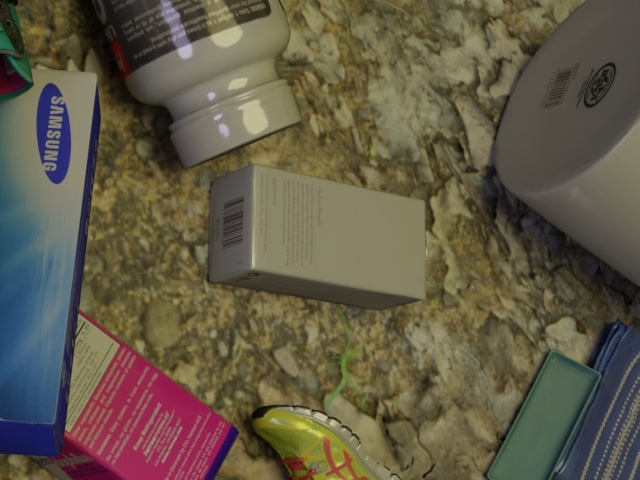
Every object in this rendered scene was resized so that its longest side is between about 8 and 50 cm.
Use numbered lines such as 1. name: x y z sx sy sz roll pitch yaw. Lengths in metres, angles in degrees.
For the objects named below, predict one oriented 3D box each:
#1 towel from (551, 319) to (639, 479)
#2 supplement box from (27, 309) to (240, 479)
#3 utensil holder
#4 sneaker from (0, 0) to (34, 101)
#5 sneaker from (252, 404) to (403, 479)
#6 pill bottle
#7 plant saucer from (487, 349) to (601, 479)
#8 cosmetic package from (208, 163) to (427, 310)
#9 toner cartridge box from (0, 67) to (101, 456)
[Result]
1. towel: 0.426 0.284 1.965 0.336 0.040 0.243 42 59 -21
2. supplement box: -0.204 0.164 1.489 0.220 0.111 0.114 41 59 -20
3. utensil holder: 0.448 -0.086 1.895 0.385 0.327 0.328 33 61 -24
4. sneaker: -0.287 -0.217 1.403 0.295 0.124 0.178 -34 95 -30
5. sneaker: 0.005 0.245 1.642 0.208 0.081 0.094 41 60 -22
6. pill bottle: -0.136 -0.242 1.600 0.176 0.176 0.319 -24 93 -37
7. plant saucer: 0.259 0.216 1.857 0.067 0.018 0.192 27 58 9
8. cosmetic package: 0.000 0.000 1.698 0.231 0.085 0.117 13 72 -35
9. toner cartridge box: -0.291 0.010 1.404 0.165 0.075 0.348 3 61 -3
